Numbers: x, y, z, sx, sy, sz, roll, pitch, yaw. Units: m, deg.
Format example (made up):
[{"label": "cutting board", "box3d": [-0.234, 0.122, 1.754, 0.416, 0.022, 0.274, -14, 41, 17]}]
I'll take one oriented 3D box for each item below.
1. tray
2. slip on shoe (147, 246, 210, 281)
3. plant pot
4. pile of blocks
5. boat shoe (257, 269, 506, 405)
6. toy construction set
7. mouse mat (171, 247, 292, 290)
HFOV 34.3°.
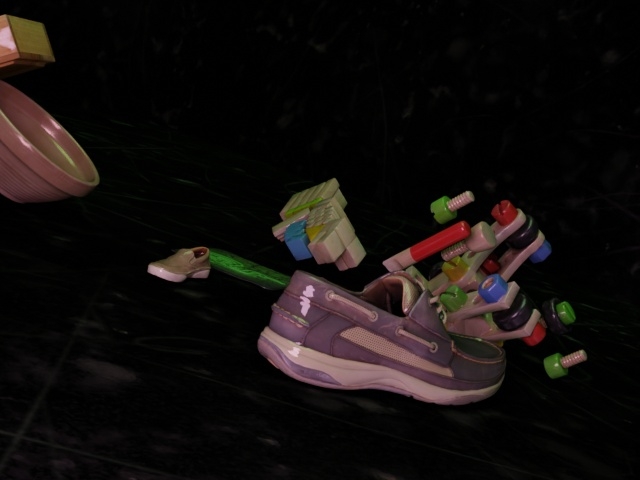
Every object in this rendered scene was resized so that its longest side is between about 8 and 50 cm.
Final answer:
[{"label": "tray", "box3d": [-0.651, -0.259, 1.648, 0.411, 0.076, 0.203, -17, 8, 3]}, {"label": "slip on shoe", "box3d": [-0.195, 0.031, 1.457, 0.051, 0.041, 0.135, 21, 9, 25]}, {"label": "plant pot", "box3d": [-0.472, -0.137, 1.638, 0.237, 0.110, 0.237, 45, 8, -8]}, {"label": "pile of blocks", "box3d": [0.000, 0.000, 1.969, 0.112, 0.149, 0.362, 59, 6, -18]}, {"label": "boat shoe", "box3d": [0.097, 0.108, 1.217, 0.355, 0.130, 0.132, 11, 10, -39]}, {"label": "toy construction set", "box3d": [0.201, 0.071, 1.554, 0.237, 0.257, 0.309, -28, -40, 31]}, {"label": "mouse mat", "box3d": [-0.126, 0.043, 1.654, 0.189, 0.007, 0.152, 19, 8, 22]}]
